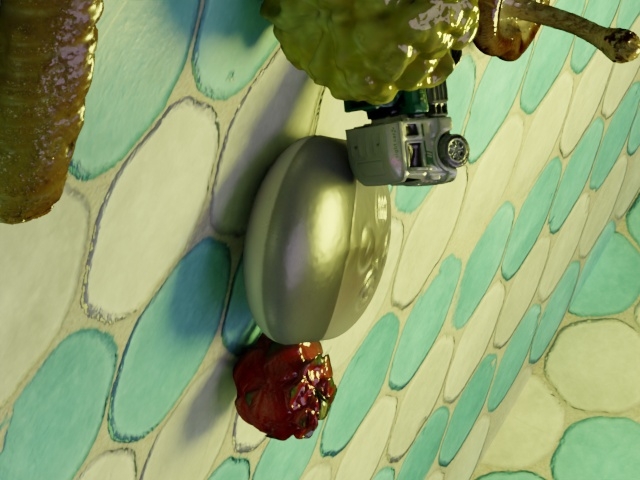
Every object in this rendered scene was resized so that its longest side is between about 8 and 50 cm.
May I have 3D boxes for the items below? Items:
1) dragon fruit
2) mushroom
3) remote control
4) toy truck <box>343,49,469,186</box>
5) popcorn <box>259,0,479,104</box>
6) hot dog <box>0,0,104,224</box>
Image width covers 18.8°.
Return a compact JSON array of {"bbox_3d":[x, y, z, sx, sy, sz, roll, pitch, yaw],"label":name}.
[{"bbox_3d":[-0.036,0.155,2.160,0.130,0.121,0.142,-46,-163,13],"label":"dragon fruit"},{"bbox_3d":[0.303,-0.268,2.416,0.227,0.218,0.148,-23,134,-66],"label":"mushroom"},{"bbox_3d":[0.000,0.000,2.062,0.332,0.103,0.221,1,97,-70],"label":"remote control"},{"bbox_3d":[0.072,-0.160,1.996,0.116,0.110,0.216,-7,92,-36],"label":"toy truck"},{"bbox_3d":[0.065,-0.227,1.775,0.217,0.181,0.235,-34,167,-28],"label":"popcorn"},{"bbox_3d":[-0.194,-0.137,1.379,0.083,0.068,0.289,-30,143,-51],"label":"hot dog"}]
